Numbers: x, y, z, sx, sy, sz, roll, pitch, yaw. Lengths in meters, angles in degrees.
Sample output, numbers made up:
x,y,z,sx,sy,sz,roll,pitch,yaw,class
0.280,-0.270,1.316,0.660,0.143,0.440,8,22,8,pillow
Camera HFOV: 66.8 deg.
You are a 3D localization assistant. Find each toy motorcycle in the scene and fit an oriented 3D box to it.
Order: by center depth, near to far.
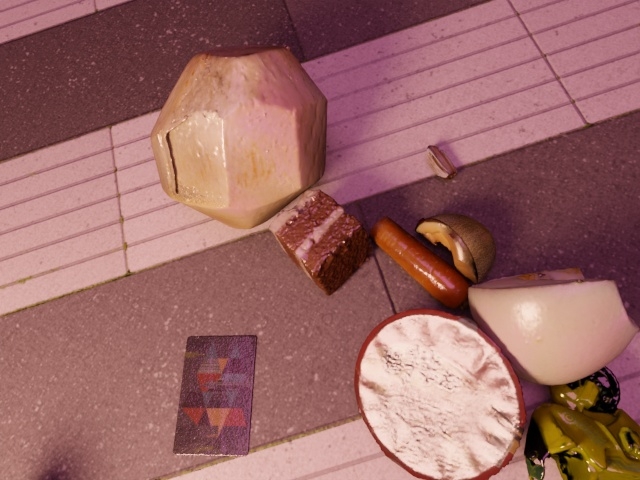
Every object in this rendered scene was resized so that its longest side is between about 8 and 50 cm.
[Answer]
x,y,z,sx,sy,sz,roll,pitch,yaw,class
0.426,0.351,0.693,0.206,0.142,0.343,-29,65,-2,toy motorcycle

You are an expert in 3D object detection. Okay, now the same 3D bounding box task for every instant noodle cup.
x,y,z,sx,sy,sz,roll,pitch,yaw,class
0.193,0.237,0.774,0.273,0.090,0.274,1,92,34,instant noodle cup

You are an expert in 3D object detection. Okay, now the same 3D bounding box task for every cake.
x,y,z,sx,sy,sz,roll,pitch,yaw,class
0.000,0.000,0.914,0.135,0.135,0.147,-45,59,-11,cake

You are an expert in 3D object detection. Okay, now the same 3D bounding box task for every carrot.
x,y,z,sx,sy,sz,roll,pitch,yaw,class
0.187,0.043,0.898,0.067,0.067,0.225,-44,66,-10,carrot

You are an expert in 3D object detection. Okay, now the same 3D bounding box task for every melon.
x,y,z,sx,sy,sz,roll,pitch,yaw,class
0.261,-0.011,0.886,0.128,0.079,0.160,-23,49,-29,melon

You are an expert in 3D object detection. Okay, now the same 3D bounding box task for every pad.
x,y,z,sx,sy,sz,roll,pitch,yaw,class
-0.192,0.281,0.891,0.142,0.003,0.212,-3,68,8,pad

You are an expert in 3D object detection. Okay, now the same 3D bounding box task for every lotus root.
x,y,z,sx,sy,sz,roll,pitch,yaw,class
0.245,-0.158,0.992,0.037,0.030,0.083,-15,65,-32,lotus root

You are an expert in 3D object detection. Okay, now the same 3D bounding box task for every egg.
x,y,z,sx,sy,sz,roll,pitch,yaw,class
0.344,0.135,0.753,0.206,0.271,0.162,-8,87,9,egg

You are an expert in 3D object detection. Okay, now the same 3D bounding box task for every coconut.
x,y,z,sx,sy,sz,roll,pitch,yaw,class
-0.155,-0.191,0.930,0.352,0.353,0.353,-3,67,7,coconut
